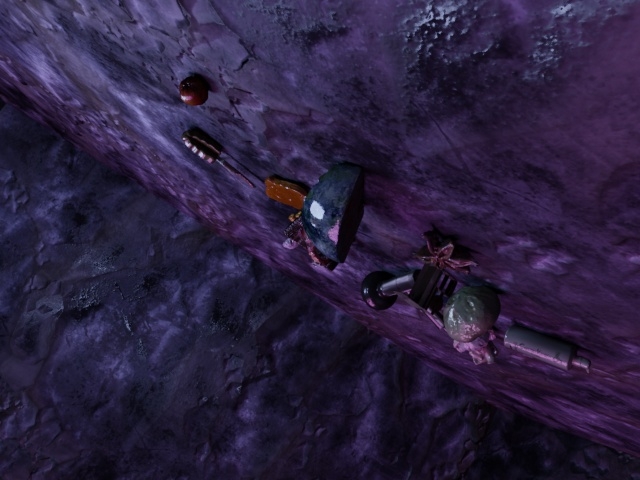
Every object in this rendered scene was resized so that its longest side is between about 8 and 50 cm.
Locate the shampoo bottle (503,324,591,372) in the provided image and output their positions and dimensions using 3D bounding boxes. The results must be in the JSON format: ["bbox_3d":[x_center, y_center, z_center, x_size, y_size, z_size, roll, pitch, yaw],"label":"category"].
[{"bbox_3d":[0.739,0.355,1.669,0.262,0.085,0.085,17,161,42],"label":"shampoo bottle"}]

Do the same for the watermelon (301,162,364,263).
[{"bbox_3d":[0.040,-0.092,1.390,0.148,0.226,0.318,26,132,18],"label":"watermelon"}]

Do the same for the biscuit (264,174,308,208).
[{"bbox_3d":[-0.112,-0.158,1.715,0.183,0.043,0.280,40,169,-22],"label":"biscuit"}]

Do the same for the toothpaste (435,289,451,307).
[{"bbox_3d":[0.499,0.245,1.865,0.193,0.044,0.070,33,166,-8],"label":"toothpaste"}]

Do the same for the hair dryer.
[{"bbox_3d":[0.320,0.242,1.900,0.320,0.156,0.284,-13,104,64],"label":"hair dryer"}]

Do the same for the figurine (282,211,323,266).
[{"bbox_3d":[-0.037,-0.003,1.952,0.175,0.115,0.240,-8,138,41],"label":"figurine"}]

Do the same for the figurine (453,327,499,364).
[{"bbox_3d":[0.596,0.389,1.966,0.237,0.163,0.141,48,-160,-49],"label":"figurine"}]

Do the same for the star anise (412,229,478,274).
[{"bbox_3d":[0.349,0.038,1.415,0.172,0.063,0.208,23,162,11],"label":"star anise"}]

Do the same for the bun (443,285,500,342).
[{"bbox_3d":[0.451,0.215,1.566,0.118,0.195,0.195,39,165,-9],"label":"bun"}]

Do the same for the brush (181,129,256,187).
[{"bbox_3d":[-0.335,-0.271,1.729,0.301,0.071,0.084,37,177,-25],"label":"brush"}]

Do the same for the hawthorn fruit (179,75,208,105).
[{"bbox_3d":[-0.321,-0.378,1.304,0.077,0.077,0.077,29,166,8],"label":"hawthorn fruit"}]

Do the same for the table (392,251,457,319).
[{"bbox_3d":[0.335,0.146,1.635,0.175,0.146,0.062,38,164,-26],"label":"table"}]

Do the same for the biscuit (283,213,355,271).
[{"bbox_3d":[0.004,-0.005,1.815,0.235,0.151,0.063,38,-158,-22],"label":"biscuit"}]
